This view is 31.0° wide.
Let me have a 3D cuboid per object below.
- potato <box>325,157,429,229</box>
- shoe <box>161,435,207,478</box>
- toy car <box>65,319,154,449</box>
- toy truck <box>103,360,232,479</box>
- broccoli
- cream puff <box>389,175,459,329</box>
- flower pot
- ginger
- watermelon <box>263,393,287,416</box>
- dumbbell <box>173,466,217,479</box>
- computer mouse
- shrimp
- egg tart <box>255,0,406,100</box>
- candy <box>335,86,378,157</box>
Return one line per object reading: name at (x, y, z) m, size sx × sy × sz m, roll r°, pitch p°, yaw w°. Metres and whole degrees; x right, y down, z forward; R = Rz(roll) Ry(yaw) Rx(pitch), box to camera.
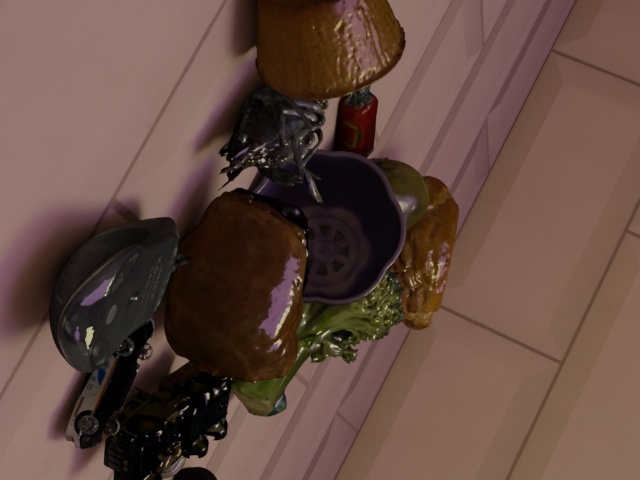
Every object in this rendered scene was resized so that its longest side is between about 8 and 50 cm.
potato at (0.087, -0.075, 2.181) m, size 0.248 × 0.143 × 0.169 m, roll -10°, pitch 119°, yaw -20°
shoe at (-0.241, 0.317, 1.955) m, size 0.169 × 0.071 × 0.099 m, roll -55°, pitch 160°, yaw -22°
toy car at (-0.291, 0.194, 1.604) m, size 0.205 × 0.056 × 0.095 m, roll -67°, pitch 165°, yaw -5°
toy truck at (-0.241, 0.278, 1.782) m, size 0.257 × 0.127 × 0.127 m, roll -40°, pitch 144°, yaw -57°
broccoli at (-0.006, 0.146, 2.295) m, size 0.397 × 0.275 × 0.353 m, roll -18°, pitch 116°, yaw -43°
cream puff at (0.179, 0.021, 2.555) m, size 0.327 × 0.231 × 0.343 m, roll -75°, pitch 174°, yaw -56°
flower pot at (0.000, 0.000, 1.964) m, size 0.265 × 0.265 × 0.243 m, roll -62°, pitch 177°, yaw -12°
ginger at (-0.125, 0.083, 1.700) m, size 0.269 × 0.200 × 0.223 m, roll 92°, pitch 8°, yaw -53°
watermelon at (-0.112, 0.333, 2.472) m, size 0.085 × 0.085 × 0.061 m, roll -64°, pitch -155°, yaw -2°
dumbbell at (-0.249, 0.481, 2.121) m, size 0.208 × 0.099 × 0.099 m, roll -39°, pitch 150°, yaw -60°
computer mouse at (-0.252, 0.049, 1.458) m, size 0.379 × 0.090 × 0.167 m, roll -32°, pitch 144°, yaw -73°
shrimp at (-0.029, -0.191, 1.723) m, size 0.221 × 0.166 × 0.410 m, roll 119°, pitch -6°, yaw -48°
egg tart at (0.006, -0.304, 1.572) m, size 0.215 × 0.215 × 0.171 m, roll -55°, pitch 150°, yaw -32°
candy at (0.069, -0.215, 2.170) m, size 0.086 × 0.059 × 0.292 m, roll -52°, pitch 159°, yaw -36°
